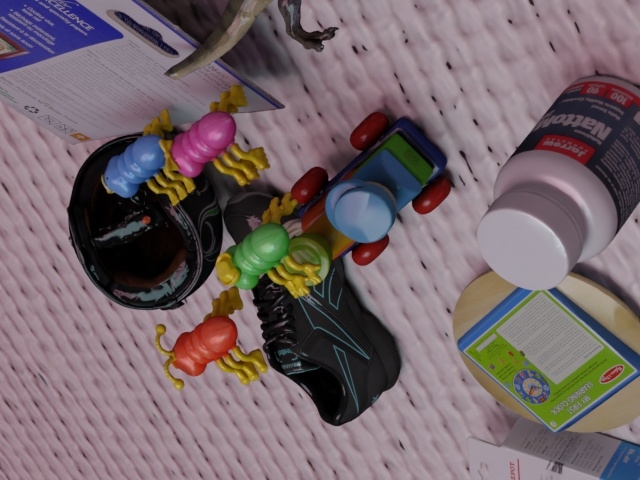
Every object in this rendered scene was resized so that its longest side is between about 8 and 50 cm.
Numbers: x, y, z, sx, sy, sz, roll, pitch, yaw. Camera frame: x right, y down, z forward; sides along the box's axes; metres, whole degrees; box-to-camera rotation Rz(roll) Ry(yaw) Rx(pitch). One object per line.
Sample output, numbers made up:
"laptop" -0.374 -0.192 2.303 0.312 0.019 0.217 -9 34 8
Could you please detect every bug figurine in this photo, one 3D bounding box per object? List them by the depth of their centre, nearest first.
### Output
"bug figurine" -0.111 -0.012 1.560 0.216 0.072 0.279 -40 65 43

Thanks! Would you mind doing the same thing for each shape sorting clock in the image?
"shape sorting clock" 0.223 0.103 1.626 0.206 0.040 0.206 19 133 22

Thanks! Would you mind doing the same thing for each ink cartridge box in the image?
"ink cartridge box" -0.233 -0.198 1.598 0.307 0.072 0.304 -9 149 40
"ink cartridge box" 0.243 0.239 1.721 0.180 0.060 0.104 16 136 27

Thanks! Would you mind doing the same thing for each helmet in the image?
"helmet" -0.178 -0.019 1.746 0.169 0.161 0.169 -1 113 -1

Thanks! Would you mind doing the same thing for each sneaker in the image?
"sneaker" -0.018 0.070 1.744 0.101 0.106 0.267 -21 110 50

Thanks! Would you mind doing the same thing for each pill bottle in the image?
"pill bottle" 0.204 -0.045 1.393 0.108 0.180 0.108 22 137 22

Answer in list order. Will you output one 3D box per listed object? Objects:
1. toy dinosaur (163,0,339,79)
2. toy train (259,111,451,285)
"toy dinosaur" -0.024 -0.230 1.461 0.118 0.064 0.268 30 110 4
"toy train" 0.000 0.000 1.588 0.105 0.143 0.248 46 121 -5
